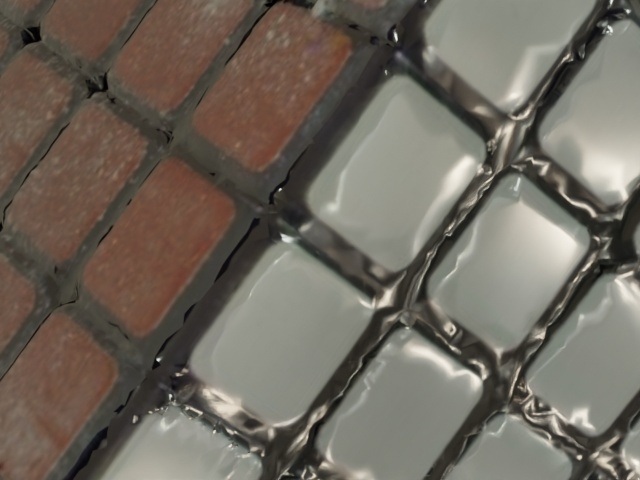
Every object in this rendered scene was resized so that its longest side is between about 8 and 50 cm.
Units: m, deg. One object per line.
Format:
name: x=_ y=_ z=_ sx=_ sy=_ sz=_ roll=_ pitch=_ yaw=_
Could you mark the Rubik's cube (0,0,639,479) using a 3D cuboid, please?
Rubik's cube: x=0.000 y=0.000 z=0.957 sx=0.337 sy=0.344 sz=0.343 roll=36 pitch=92 yaw=-40
